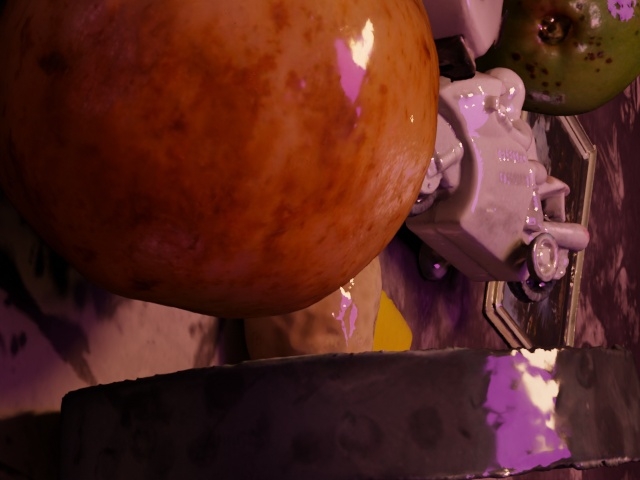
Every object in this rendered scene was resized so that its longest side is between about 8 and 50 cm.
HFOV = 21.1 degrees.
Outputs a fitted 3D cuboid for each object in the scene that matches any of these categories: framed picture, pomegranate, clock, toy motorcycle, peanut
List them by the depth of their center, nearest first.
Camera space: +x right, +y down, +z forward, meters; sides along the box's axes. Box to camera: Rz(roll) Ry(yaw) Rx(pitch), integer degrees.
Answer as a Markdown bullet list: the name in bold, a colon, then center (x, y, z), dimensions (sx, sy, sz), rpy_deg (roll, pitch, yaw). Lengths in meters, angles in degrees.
- **pomegranate**: center (-0.050, -0.078, 0.864), dimensions (0.248, 0.248, 0.248), rpy_deg (-2, 90, -64)
- **clock**: center (0.015, 0.100, 0.894), dimensions (0.312, 0.312, 0.061), rpy_deg (13, 70, -64)
- **peanut**: center (0.001, 0.000, 1.125), dimensions (0.104, 0.085, 0.228), rpy_deg (54, 39, -63)
- **toy motorcycle**: center (0.130, -0.058, 1.355), dimensions (0.260, 0.110, 0.171), rpy_deg (33, 66, -46)
- **pomegranate**: center (0.196, -0.202, 1.465), dimensions (0.224, 0.181, 0.181), rpy_deg (-91, 170, -69)
- **framed picture**: center (0.219, -0.018, 1.653), dimensions (0.232, 0.019, 0.296), rpy_deg (46, 47, -54)

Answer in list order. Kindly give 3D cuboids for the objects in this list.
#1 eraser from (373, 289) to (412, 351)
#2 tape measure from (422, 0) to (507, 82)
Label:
- **eraser**: center (0.018, 0.095, 1.195), dimensions (0.097, 0.045, 0.122), rpy_deg (56, 40, -49)
- **tape measure**: center (0.078, -0.265, 1.270), dimensions (0.236, 0.120, 0.197), rpy_deg (-74, 148, -41)
